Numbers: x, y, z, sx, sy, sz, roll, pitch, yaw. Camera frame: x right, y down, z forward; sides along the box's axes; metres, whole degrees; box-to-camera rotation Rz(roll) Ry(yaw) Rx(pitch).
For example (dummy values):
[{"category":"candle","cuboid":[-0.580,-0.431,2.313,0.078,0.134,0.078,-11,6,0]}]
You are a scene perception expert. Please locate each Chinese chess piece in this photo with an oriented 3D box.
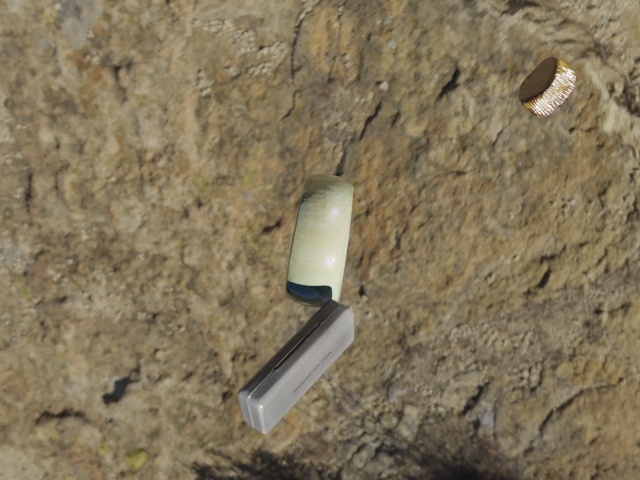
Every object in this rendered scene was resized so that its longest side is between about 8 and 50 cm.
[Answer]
[{"category":"Chinese chess piece","cuboid":[0.000,0.000,1.462,0.101,0.250,0.250,9,121,0]}]

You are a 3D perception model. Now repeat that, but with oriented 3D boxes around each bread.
[{"category":"bread","cuboid":[0.330,-0.217,1.123,0.053,0.085,0.085,32,127,-20]}]

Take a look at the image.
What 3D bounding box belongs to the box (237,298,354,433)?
[{"category":"box","cuboid":[-0.036,0.208,1.312,0.055,0.243,0.103,29,145,27]}]
